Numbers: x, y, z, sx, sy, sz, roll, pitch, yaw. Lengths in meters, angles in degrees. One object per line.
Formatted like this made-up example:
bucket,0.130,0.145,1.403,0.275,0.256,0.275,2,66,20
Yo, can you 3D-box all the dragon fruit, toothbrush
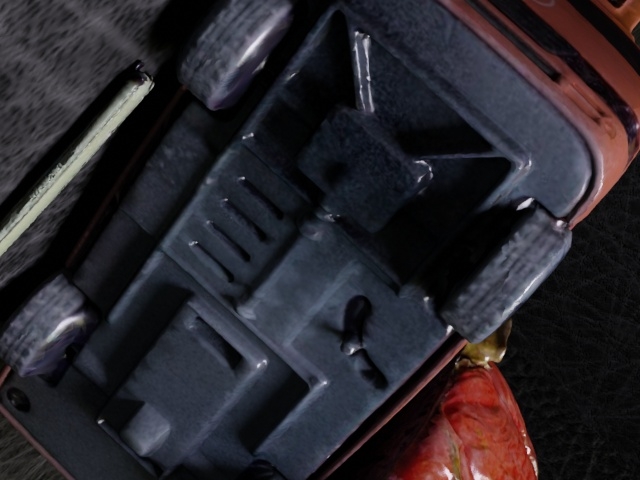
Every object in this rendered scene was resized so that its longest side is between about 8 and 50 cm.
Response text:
dragon fruit,0.067,0.181,0.880,0.223,0.148,0.218,-51,-178,-30
toothbrush,-0.178,0.024,0.723,0.294,0.028,0.026,-51,171,12

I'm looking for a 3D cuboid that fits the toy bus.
toy bus,0.000,0.000,0.823,0.427,0.203,0.233,-50,177,39
